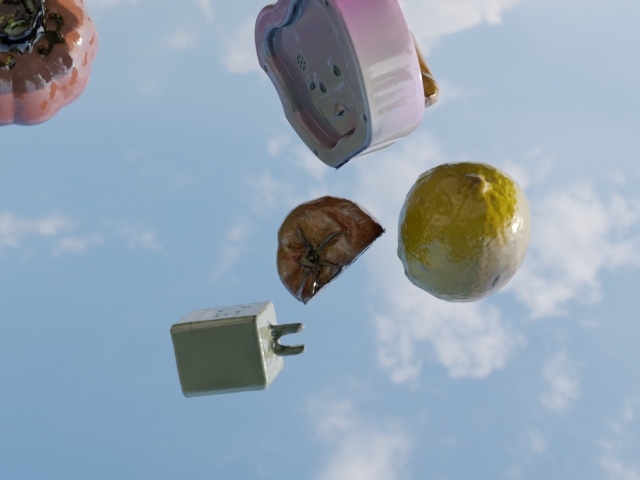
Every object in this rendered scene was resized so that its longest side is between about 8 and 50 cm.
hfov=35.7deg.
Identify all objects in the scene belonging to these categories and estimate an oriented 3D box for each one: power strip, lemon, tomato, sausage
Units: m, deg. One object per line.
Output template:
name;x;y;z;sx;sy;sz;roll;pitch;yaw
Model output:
power strip;-0.138;0.192;1.802;0.224;0.139;0.140;-8;-174;12
lemon;0.267;-0.019;1.861;0.260;0.284;0.260;-14;-137;13
tomato;0.000;0.000;1.850;0.214;0.155;0.180;-45;172;30
sausage;0.177;-0.379;2.219;0.134;0.116;0.354;11;-147;-16

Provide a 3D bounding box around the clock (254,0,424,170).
clock;0.019;-0.282;1.540;0.102;0.339;0.338;-27;-145;-23

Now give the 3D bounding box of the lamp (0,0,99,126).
lamp;-0.529;-0.345;1.683;0.305;0.305;0.239;-35;179;-20
